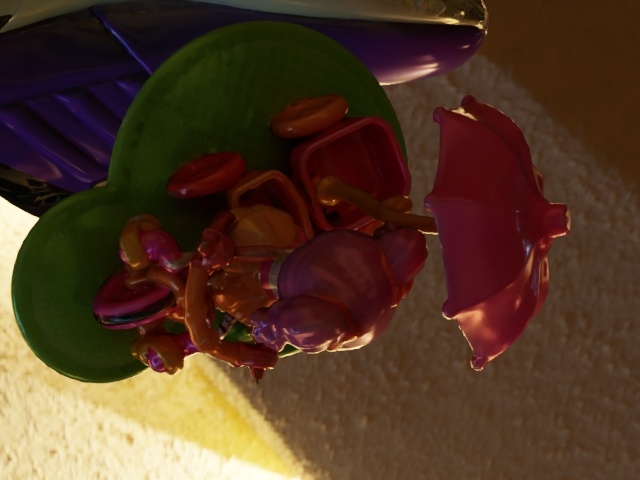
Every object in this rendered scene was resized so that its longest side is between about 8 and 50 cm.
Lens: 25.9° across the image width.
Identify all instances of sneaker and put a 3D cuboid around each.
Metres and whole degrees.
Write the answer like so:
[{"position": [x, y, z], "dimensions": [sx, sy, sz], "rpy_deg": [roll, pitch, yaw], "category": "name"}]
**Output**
[{"position": [-0.076, -0.070, 0.619], "dimensions": [0.293, 0.146, 0.102], "rpy_deg": [-2, -144, -8], "category": "sneaker"}]

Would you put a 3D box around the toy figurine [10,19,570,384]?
[{"position": [0.000, 0.000, 0.457], "dimensions": [0.173, 0.130, 0.159], "rpy_deg": [-30, -160, -24], "category": "toy figurine"}]
